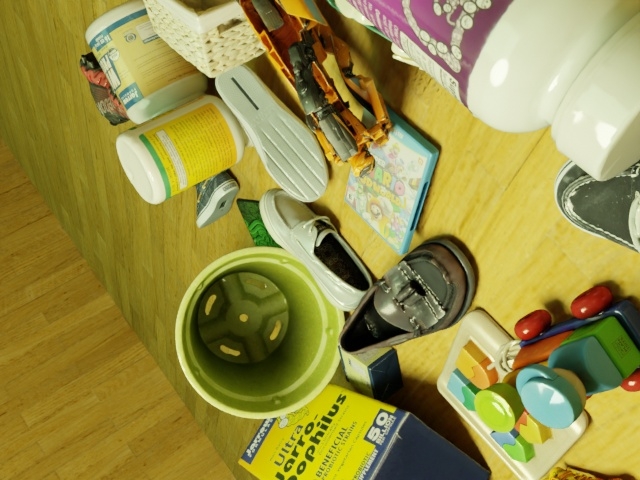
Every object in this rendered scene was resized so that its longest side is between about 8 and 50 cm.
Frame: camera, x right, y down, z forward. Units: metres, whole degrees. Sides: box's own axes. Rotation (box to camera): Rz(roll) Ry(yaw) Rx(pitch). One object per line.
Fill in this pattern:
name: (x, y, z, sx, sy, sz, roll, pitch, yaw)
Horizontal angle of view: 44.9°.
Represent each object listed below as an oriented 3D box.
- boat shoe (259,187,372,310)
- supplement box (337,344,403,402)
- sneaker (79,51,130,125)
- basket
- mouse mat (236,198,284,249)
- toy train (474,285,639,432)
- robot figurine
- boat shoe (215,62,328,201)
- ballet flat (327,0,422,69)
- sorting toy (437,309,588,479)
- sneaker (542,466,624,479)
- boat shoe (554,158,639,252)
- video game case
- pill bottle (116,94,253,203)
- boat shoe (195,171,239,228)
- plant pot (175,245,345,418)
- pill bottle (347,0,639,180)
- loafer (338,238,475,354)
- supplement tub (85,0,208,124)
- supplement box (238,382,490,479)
boat shoe: (0.000, 0.001, 1.161, 0.227, 0.079, 0.081, 51, 146, 6)
supplement box: (0.080, 0.202, 1.247, 0.083, 0.056, 0.083, 30, 143, 46)
sneaker: (-0.377, -0.278, 1.516, 0.276, 0.098, 0.135, 39, 149, 41)
basket: (-0.157, -0.310, 1.045, 0.167, 0.113, 0.103, 42, 153, 33)
mouse mat: (-0.085, -0.003, 1.388, 0.190, 0.007, 0.152, 10, 127, 60)
toy train: (0.211, 0.147, 0.798, 0.105, 0.143, 0.248, 58, 147, 4)
robot figurine: (-0.009, -0.204, 0.845, 0.291, 0.085, 0.211, 60, -171, 3)
boat shoe: (-0.062, -0.158, 1.101, 0.226, 0.083, 0.076, 57, -174, -7)
ballet flat: (0.083, -0.208, 0.735, 0.247, 0.087, 0.083, 43, 149, 30)
sorting toy: (0.231, 0.209, 0.993, 0.193, 0.038, 0.208, 47, 153, 24)
sneaker: (0.307, 0.306, 0.935, 0.067, 0.064, 0.175, 63, 155, 15)
boat shoe: (0.276, -0.021, 0.565, 0.301, 0.102, 0.108, 13, 129, 58)
video game case: (0.081, -0.077, 0.943, 0.119, 0.015, 0.166, 47, 145, 31)
pill bottle: (-0.189, -0.149, 1.172, 0.117, 0.208, 0.117, 43, 151, 31)
boat shoe: (-0.208, -0.092, 1.459, 0.083, 0.065, 0.183, 57, 149, 8)
plant pot: (-0.119, 0.147, 1.356, 0.276, 0.276, 0.254, 61, 169, -6)
pill bottle: (0.134, -0.187, 0.563, 0.301, 0.169, 0.169, 47, 153, 23)
loafer: (0.105, 0.095, 1.028, 0.109, 0.095, 0.302, 56, 156, 10)
supplement tub: (-0.273, -0.279, 1.259, 0.199, 0.144, 0.144, 62, 156, -7)
supplement box: (0.055, 0.363, 1.240, 0.195, 0.194, 0.356, 39, 163, -23)
